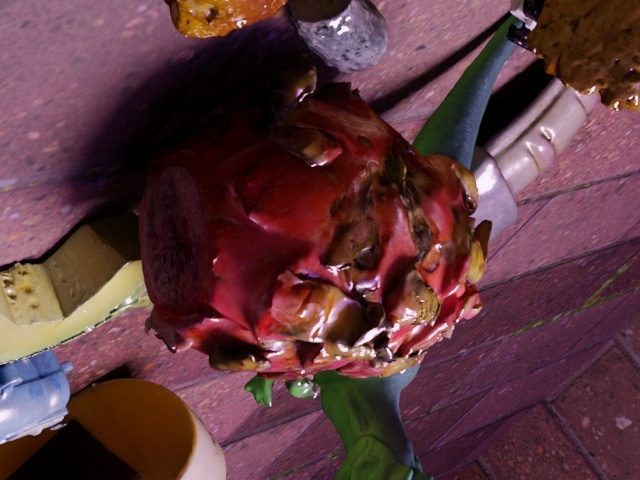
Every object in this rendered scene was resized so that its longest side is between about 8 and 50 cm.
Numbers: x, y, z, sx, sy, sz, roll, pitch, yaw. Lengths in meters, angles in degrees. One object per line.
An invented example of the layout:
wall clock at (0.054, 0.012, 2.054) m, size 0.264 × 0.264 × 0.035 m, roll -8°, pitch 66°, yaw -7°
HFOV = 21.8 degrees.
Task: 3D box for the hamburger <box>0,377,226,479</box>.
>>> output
hamburger at (-0.241, 0.281, 1.766) m, size 0.295 × 0.227 × 0.151 m, roll -28°, pitch 138°, yaw -14°

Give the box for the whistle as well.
whistle at (-0.326, 0.150, 1.472) m, size 0.269 × 0.093 × 0.180 m, roll -16°, pitch 170°, yaw -46°

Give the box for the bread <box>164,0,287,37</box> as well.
bread at (0.052, -0.266, 1.068) m, size 0.380 × 0.109 × 0.185 m, roll -34°, pitch 163°, yaw -17°

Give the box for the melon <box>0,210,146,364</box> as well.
melon at (-0.237, 0.044, 1.412) m, size 0.209 × 0.064 × 0.118 m, roll -16°, pitch 155°, yaw -42°

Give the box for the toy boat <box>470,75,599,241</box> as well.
toy boat at (0.225, -0.105, 1.843) m, size 0.293 × 0.111 × 0.276 m, roll -41°, pitch 172°, yaw -17°

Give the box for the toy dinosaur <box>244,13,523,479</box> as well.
toy dinosaur at (0.121, 0.001, 1.519) m, size 0.500 × 0.374 × 0.144 m, roll -43°, pitch 134°, yaw 13°

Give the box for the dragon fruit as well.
dragon fruit at (0.006, -0.005, 1.388) m, size 0.291 × 0.269 × 0.250 m, roll -1°, pitch 177°, yaw -26°

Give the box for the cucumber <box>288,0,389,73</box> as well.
cucumber at (0.012, -0.173, 1.314) m, size 0.064 × 0.064 × 0.112 m, roll -39°, pitch 159°, yaw 10°

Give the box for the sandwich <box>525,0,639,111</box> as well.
sandwich at (0.326, -0.272, 1.393) m, size 0.262 × 0.131 × 0.325 m, roll -12°, pitch 131°, yaw -59°

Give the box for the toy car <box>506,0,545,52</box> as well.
toy car at (0.222, -0.246, 1.480) m, size 0.171 × 0.070 × 0.080 m, roll -60°, pitch 157°, yaw 9°
